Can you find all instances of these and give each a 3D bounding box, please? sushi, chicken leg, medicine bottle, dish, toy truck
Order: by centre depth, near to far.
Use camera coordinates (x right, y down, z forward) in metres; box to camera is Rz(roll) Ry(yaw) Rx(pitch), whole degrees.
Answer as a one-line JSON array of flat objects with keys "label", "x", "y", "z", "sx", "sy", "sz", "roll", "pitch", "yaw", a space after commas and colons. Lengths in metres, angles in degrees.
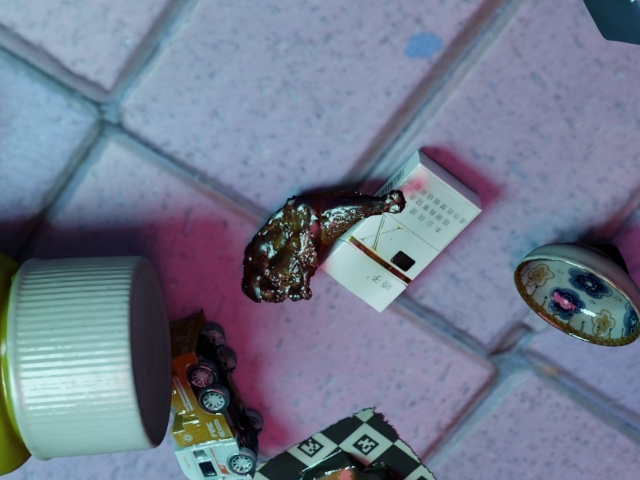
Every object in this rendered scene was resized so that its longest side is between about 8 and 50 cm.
[{"label": "medicine bottle", "x": -0.348, "y": 0.120, "z": 1.664, "sx": 0.384, "sy": 0.224, "sz": 0.224, "roll": -4, "pitch": 120, "yaw": 6}, {"label": "chicken leg", "x": -0.004, "y": -0.004, "z": 1.710, "sx": 0.053, "sy": 0.093, "sz": 0.205, "roll": 6, "pitch": 135, "yaw": -47}, {"label": "dish", "x": 0.273, "y": 0.034, "z": 1.743, "sx": 0.141, "sy": 0.078, "sz": 0.141, "roll": 26, "pitch": 153, "yaw": 14}, {"label": "toy truck", "x": -0.136, "y": 0.175, "z": 1.807, "sx": 0.115, "sy": 0.080, "sz": 0.177, "roll": -16, "pitch": 118, "yaw": 13}, {"label": "sushi", "x": 0.059, "y": 0.324, "z": 1.917, "sx": 0.192, "sy": 0.043, "sz": 0.279, "roll": -29, "pitch": 116, "yaw": 14}]

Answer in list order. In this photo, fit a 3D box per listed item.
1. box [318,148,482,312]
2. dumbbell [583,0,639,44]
[{"label": "box", "x": 0.078, "y": -0.009, "z": 1.728, "sx": 0.084, "sy": 0.040, "sz": 0.154, "roll": 35, "pitch": 112, "yaw": -20}, {"label": "dumbbell", "x": 0.255, "y": -0.323, "z": 1.496, "sx": 0.143, "sy": 0.156, "sz": 0.316, "roll": -40, "pitch": 117, "yaw": -14}]
